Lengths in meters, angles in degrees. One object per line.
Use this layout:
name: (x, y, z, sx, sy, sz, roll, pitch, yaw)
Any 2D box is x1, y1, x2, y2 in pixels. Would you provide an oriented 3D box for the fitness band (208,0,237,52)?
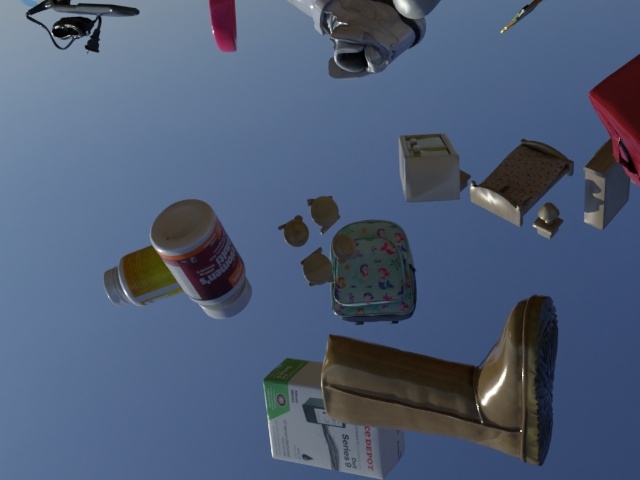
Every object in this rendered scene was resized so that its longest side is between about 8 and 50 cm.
fitness band: (-0.203, -0.521, 1.683, 0.054, 0.291, 0.209, -5, 172, -3)

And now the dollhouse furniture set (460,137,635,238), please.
dollhouse furniture set: (0.490, -0.193, 1.814, 0.355, 0.174, 0.303, 31, -117, 35)

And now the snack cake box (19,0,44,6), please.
snack cake box: (-0.599, -0.601, 1.669, 0.089, 0.264, 0.152, 9, -107, 18)

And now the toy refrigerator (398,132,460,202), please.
toy refrigerator: (0.209, -0.152, 1.653, 0.102, 0.094, 0.269, -2, -164, 4)

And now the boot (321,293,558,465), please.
boot: (0.127, 0.148, 0.970, 0.269, 0.236, 0.089, 9, -148, 25)

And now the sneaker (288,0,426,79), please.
sneaker: (0.037, -0.493, 1.903, 0.366, 0.137, 0.210, 26, -125, 17)

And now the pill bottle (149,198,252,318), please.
pill bottle: (-0.206, 0.039, 1.506, 0.121, 0.221, 0.121, -11, -132, 13)

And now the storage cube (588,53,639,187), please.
storage cube: (0.464, -0.124, 0.973, 0.215, 0.183, 0.193, -35, -137, 11)

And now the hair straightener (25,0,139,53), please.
hair straightener: (-0.305, -0.280, 1.058, 0.230, 0.089, 0.047, 5, -173, 40)

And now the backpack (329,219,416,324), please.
backpack: (0.130, 0.073, 2.143, 0.225, 0.253, 0.191, -3, 162, 9)

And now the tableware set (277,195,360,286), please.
tableware set: (0.000, 0.000, 1.676, 0.141, 0.169, 0.020, -32, -174, -26)

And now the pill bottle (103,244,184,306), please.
pill bottle: (-0.342, 0.066, 1.772, 0.215, 0.117, 0.117, -20, -158, 10)

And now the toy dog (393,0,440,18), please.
toy dog: (0.188, -0.494, 1.389, 0.161, 0.220, 0.333, 18, -148, 31)

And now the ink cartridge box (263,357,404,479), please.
ink cartridge box: (0.031, 0.397, 1.899, 0.289, 0.211, 0.121, 3, -162, 28)

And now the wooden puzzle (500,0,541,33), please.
wooden puzzle: (0.406, -0.453, 1.657, 0.116, 0.014, 0.078, -38, 180, -26)
